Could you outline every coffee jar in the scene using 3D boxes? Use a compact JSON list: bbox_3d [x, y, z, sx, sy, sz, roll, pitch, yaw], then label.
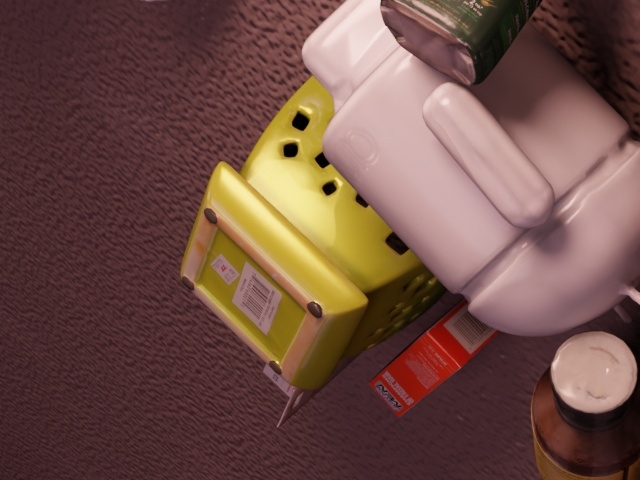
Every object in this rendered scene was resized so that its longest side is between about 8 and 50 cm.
[{"bbox_3d":[0.135,-0.209,1.234,0.096,0.184,0.079,35,165,24],"label":"coffee jar"}]

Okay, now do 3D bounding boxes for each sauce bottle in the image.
[{"bbox_3d":[0.243,0.159,1.476,0.111,0.111,0.344,39,169,18],"label":"sauce bottle"}]

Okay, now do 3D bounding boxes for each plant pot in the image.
[{"bbox_3d":[0.000,0.000,1.629,0.227,0.207,0.228,44,149,11],"label":"plant pot"}]

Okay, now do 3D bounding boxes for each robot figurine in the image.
[{"bbox_3d":[0.143,-0.065,1.369,0.353,0.200,0.300,47,-171,5],"label":"robot figurine"}]

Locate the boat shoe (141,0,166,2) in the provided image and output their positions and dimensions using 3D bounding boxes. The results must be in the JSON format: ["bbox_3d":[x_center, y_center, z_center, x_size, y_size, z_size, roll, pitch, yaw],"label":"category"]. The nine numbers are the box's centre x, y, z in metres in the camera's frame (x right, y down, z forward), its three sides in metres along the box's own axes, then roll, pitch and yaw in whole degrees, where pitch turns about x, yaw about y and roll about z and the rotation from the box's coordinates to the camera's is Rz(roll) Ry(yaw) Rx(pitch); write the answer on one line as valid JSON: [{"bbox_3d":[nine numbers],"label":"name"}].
[{"bbox_3d":[-0.180,-0.374,1.572,0.094,0.109,0.302,-15,114,22],"label":"boat shoe"}]

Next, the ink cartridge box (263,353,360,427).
[{"bbox_3d":[0.003,0.106,1.769,0.061,0.181,0.104,42,149,12],"label":"ink cartridge box"}]

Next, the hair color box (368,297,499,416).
[{"bbox_3d":[0.123,0.113,1.707,0.053,0.093,0.167,47,150,5],"label":"hair color box"}]
